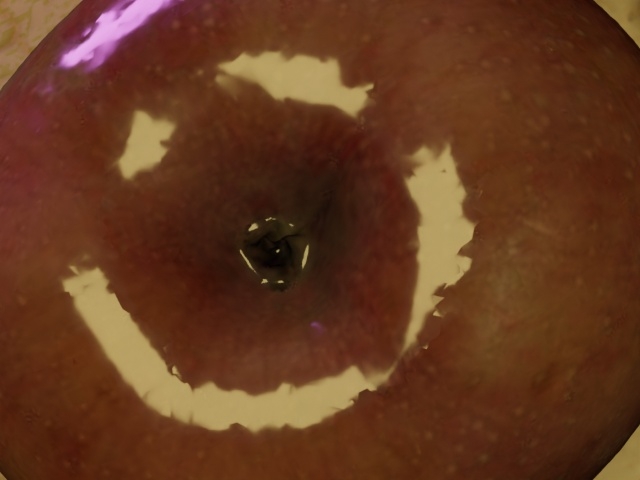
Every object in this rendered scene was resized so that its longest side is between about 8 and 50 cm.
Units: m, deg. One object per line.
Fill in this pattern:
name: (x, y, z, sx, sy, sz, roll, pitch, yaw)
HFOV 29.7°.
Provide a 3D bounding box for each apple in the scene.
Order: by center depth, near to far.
apple: (0.000, 0.000, 0.488, 0.305, 0.235, 0.306, -1, 83, 9)
